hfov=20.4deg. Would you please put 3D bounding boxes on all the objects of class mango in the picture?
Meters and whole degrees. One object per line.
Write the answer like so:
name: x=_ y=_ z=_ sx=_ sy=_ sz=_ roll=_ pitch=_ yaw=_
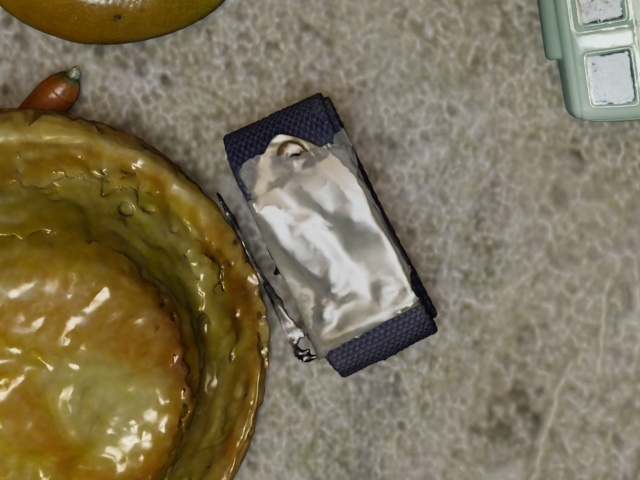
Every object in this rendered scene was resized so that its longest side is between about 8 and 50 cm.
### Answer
mango: x=-0.182 y=-0.235 z=1.521 sx=0.227 sy=0.099 sz=0.136 roll=5 pitch=89 yaw=-5

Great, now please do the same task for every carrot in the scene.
carrot: x=-0.258 y=-0.103 z=1.568 sx=0.142 sy=0.035 sz=0.035 roll=-44 pitch=91 yaw=14

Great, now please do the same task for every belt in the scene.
belt: x=0.000 y=0.000 z=1.503 sx=0.126 sy=0.139 sz=0.231 roll=-25 pitch=95 yaw=5

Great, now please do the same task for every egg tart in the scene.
egg tart: x=-0.245 y=0.112 z=1.470 sx=0.443 sy=0.178 sz=0.443 roll=-3 pitch=102 yaw=-15

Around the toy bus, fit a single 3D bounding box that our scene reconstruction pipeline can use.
toy bus: x=0.258 y=-0.234 z=1.469 sx=0.164 sy=0.133 sz=0.271 roll=-8 pitch=97 yaw=9
